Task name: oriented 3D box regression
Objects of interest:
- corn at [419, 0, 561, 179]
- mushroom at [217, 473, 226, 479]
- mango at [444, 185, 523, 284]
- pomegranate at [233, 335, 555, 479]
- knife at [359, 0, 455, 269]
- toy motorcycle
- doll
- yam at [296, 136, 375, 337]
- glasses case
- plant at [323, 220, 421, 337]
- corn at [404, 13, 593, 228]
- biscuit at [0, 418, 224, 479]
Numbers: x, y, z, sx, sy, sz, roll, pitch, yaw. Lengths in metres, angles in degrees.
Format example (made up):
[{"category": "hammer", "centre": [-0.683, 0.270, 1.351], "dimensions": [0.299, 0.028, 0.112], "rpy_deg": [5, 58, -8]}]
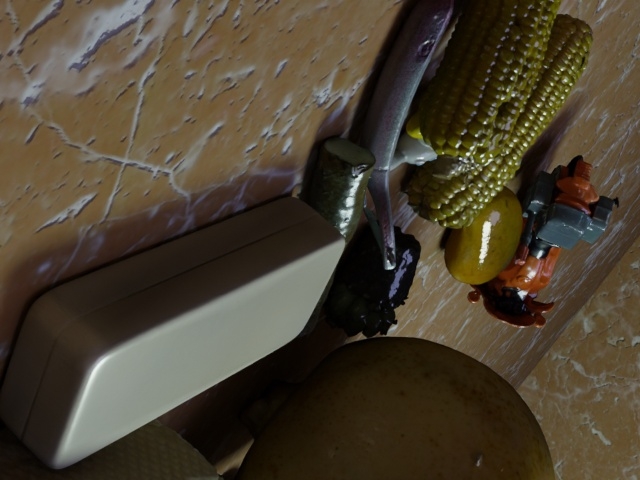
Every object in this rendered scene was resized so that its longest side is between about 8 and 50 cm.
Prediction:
[{"category": "corn", "centre": [0.167, -0.179, 1.075], "dimensions": [0.261, 0.097, 0.097], "rpy_deg": [-67, 158, 6]}, {"category": "mushroom", "centre": [-0.171, 0.279, 1.217], "dimensions": [0.109, 0.097, 0.351], "rpy_deg": [-49, 165, -10]}, {"category": "mango", "centre": [0.232, -0.012, 1.574], "dimensions": [0.115, 0.090, 0.178], "rpy_deg": [-29, 144, -34]}, {"category": "pomegranate", "centre": [0.073, 0.296, 1.333], "dimensions": [0.417, 0.417, 0.416], "rpy_deg": [-43, 159, -21]}, {"category": "knife", "centre": [0.072, -0.106, 1.065], "dimensions": [0.053, 0.123, 0.278], "rpy_deg": [-4, 131, -22]}, {"category": "toy motorcycle", "centre": [0.332, 0.012, 1.737], "dimensions": [0.325, 0.148, 0.221], "rpy_deg": [115, -5, -60]}, {"category": "doll", "centre": [0.110, -0.112, 1.181], "dimensions": [0.135, 0.071, 0.113], "rpy_deg": [-33, 172, -7]}, {"category": "yam", "centre": [0.000, 0.000, 1.128], "dimensions": [0.061, 0.061, 0.252], "rpy_deg": [-33, 153, -41]}, {"category": "glasses case", "centre": [-0.116, 0.068, 0.970], "dimensions": [0.336, 0.076, 0.144], "rpy_deg": [-24, 147, -51]}, {"category": "plant", "centre": [0.062, 0.051, 1.319], "dimensions": [0.143, 0.092, 0.094], "rpy_deg": [-64, 169, 19]}, {"category": "corn", "centre": [0.212, -0.137, 1.290], "dimensions": [0.291, 0.101, 0.101], "rpy_deg": [-51, 161, 0]}, {"category": "biscuit", "centre": [-0.239, 0.210, 0.875], "dimensions": [0.078, 0.144, 0.426], "rpy_deg": [-58, 157, 15]}]
